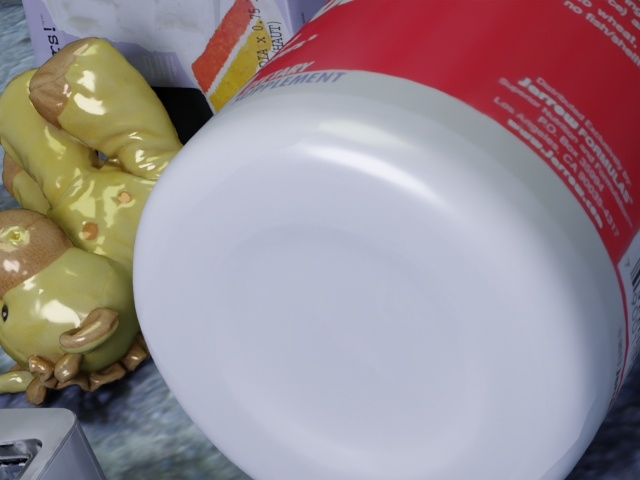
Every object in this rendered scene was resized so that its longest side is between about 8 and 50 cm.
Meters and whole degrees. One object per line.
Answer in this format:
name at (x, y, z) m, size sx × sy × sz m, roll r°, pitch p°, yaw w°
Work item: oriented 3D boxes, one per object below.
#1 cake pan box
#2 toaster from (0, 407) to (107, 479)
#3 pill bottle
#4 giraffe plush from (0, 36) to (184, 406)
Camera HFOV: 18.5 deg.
cake pan box at (-0.083, -0.126, 1.237) m, size 0.246 × 0.266 × 0.070 m, roll 10°, pitch 27°, yaw 43°
toaster at (-0.181, 0.164, 0.897) m, size 0.168 × 0.110 × 0.185 m, roll -6°, pitch 28°, yaw 24°
pill bottle at (0.095, -0.054, 1.009) m, size 0.229 × 0.229 × 0.407 m, roll -2°, pitch 30°, yaw 31°
giraffe plush at (-0.140, 0.011, 1.163) m, size 0.210 × 0.181 × 0.170 m, roll 31°, pitch 57°, yaw 15°
